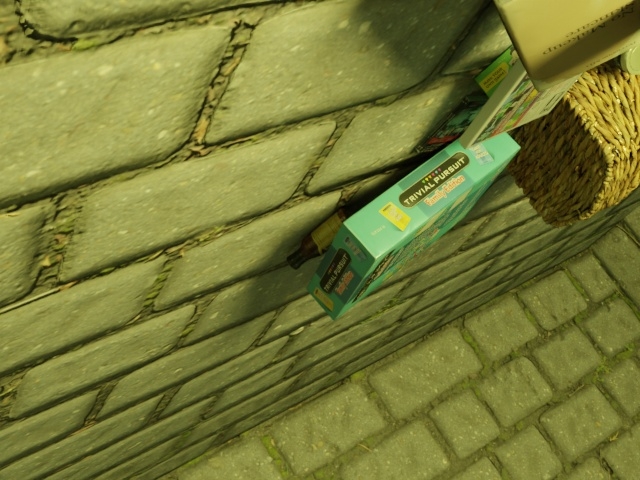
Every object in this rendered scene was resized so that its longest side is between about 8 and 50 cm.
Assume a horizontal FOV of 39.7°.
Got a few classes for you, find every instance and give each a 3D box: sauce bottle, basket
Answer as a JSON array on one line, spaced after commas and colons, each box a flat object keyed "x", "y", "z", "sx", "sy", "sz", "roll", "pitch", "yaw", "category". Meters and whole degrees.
[{"x": 0.000, "y": 0.000, "z": 1.435, "sx": 0.128, "sy": 0.042, "sz": 0.042, "roll": -39, "pitch": 163, "yaw": 20, "category": "sauce bottle"}, {"x": 0.505, "y": -0.176, "z": 1.594, "sx": 0.223, "sy": 0.213, "sz": 0.299, "roll": -27, "pitch": 163, "yaw": -19, "category": "basket"}]

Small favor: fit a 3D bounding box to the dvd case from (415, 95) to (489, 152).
[{"x": 0.209, "y": -0.180, "z": 1.371, "sx": 0.087, "sy": 0.013, "sz": 0.119, "roll": -14, "pitch": 156, "yaw": -50, "category": "dvd case"}]

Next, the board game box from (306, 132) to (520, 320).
[{"x": 0.147, "y": -0.034, "z": 1.458, "sx": 0.336, "sy": 0.079, "sz": 0.254, "roll": -36, "pitch": 167, "yaw": -27, "category": "board game box"}]

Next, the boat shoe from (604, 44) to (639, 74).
[{"x": 0.558, "y": -0.351, "z": 1.464, "sx": 0.228, "sy": 0.069, "sz": 0.081, "roll": -33, "pitch": 125, "yaw": -19, "category": "boat shoe"}]

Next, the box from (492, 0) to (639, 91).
[{"x": 0.254, "y": -0.277, "z": 0.944, "sx": 0.148, "sy": 0.121, "sz": 0.311, "roll": -26, "pitch": 166, "yaw": 17, "category": "box"}]

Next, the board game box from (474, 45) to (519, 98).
[{"x": 0.390, "y": -0.310, "z": 1.287, "sx": 0.317, "sy": 0.046, "sz": 0.213, "roll": -40, "pitch": 162, "yaw": 23, "category": "board game box"}]

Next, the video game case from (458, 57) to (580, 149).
[{"x": 0.308, "y": -0.220, "z": 1.269, "sx": 0.183, "sy": 0.023, "sz": 0.201, "roll": -25, "pitch": 163, "yaw": -29, "category": "video game case"}]
